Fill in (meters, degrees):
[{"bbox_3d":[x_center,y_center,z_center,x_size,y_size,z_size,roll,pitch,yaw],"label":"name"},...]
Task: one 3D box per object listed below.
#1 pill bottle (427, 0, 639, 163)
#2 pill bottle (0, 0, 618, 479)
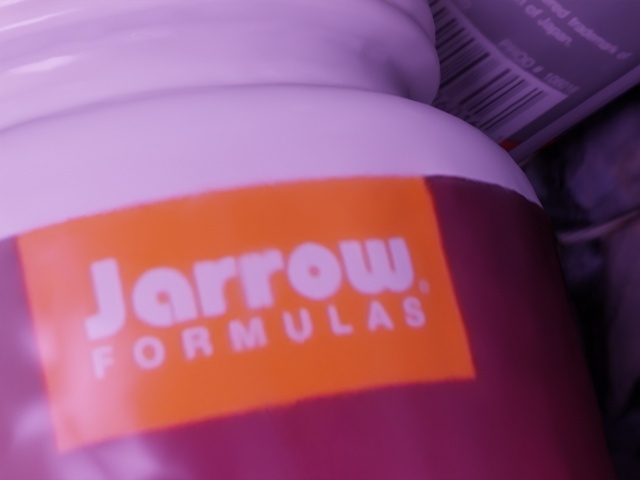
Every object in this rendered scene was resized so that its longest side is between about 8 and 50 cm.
[{"bbox_3d":[0.122,-0.157,0.569,0.283,0.161,0.161,-34,46,32],"label":"pill bottle"},{"bbox_3d":[-0.026,0.097,0.448,0.224,0.224,0.392,-27,69,38],"label":"pill bottle"}]
